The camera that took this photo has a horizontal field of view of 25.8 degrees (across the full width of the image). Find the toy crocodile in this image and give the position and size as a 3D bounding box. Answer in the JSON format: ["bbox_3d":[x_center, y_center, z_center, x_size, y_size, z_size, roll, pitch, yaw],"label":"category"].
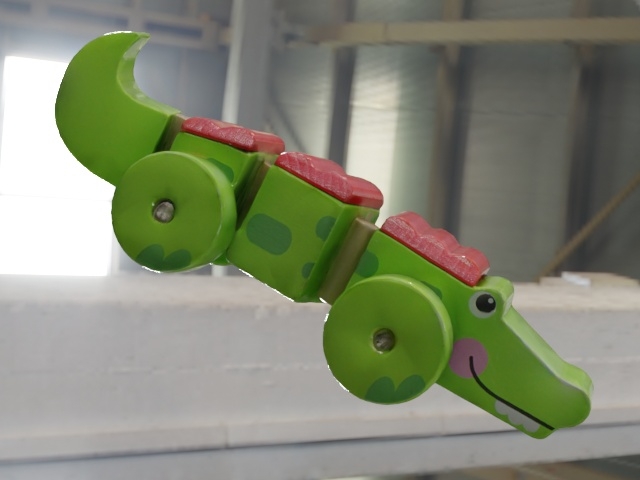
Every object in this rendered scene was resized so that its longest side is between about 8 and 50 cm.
[{"bbox_3d":[0.000,0.000,0.761,0.341,0.115,0.105,30,-81,14],"label":"toy crocodile"}]
